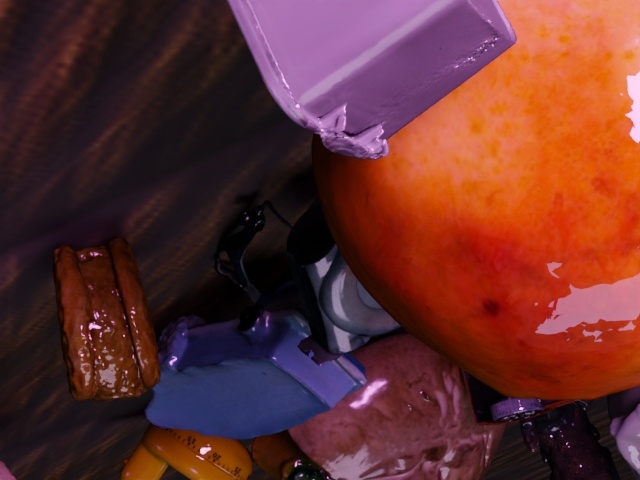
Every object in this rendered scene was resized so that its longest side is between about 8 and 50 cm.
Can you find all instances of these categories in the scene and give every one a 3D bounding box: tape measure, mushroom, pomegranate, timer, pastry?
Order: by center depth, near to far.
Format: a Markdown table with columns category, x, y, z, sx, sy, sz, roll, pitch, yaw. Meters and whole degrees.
| category | x | y | z | sx | sy | sz | roll | pitch | yaw |
| --- | --- | --- | --- | --- | --- | --- | --- | --- | --- |
| pomegranate | 0.094 | -0.035 | 0.620 | 0.209 | 0.209 | 0.209 | -11 | 163 | -4 |
| pastry | -0.127 | 0.047 | 0.895 | 0.057 | 0.097 | 0.109 | -9 | -177 | -9 |
| tape measure | -0.002 | -0.004 | 0.934 | 0.107 | 0.104 | 0.180 | -30 | -155 | -21 |
| mushroom | 0.099 | 0.139 | 1.345 | 0.151 | 0.156 | 0.285 | -51 | 149 | 18 |
| timer | -0.119 | 0.203 | 1.381 | 0.109 | 0.107 | 0.107 | -57 | 164 | -8 |

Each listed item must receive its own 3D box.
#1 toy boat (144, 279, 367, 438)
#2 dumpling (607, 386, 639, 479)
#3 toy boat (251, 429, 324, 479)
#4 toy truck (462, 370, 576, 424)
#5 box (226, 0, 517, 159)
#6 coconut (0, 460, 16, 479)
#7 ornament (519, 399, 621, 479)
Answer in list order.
| category | x | y | z | sx | sy | sz | roll | pitch | yaw |
| --- | --- | --- | --- | --- | --- | --- | --- | --- | --- |
| toy boat | -0.053 | 0.083 | 1.098 | 0.109 | 0.098 | 0.238 | 44 | 146 | -18 |
| dumpling | 0.396 | 0.174 | 1.548 | 0.211 | 0.270 | 0.320 | 8 | -170 | 6 |
| toy boat | -0.002 | 0.190 | 1.397 | 0.088 | 0.089 | 0.229 | 17 | -167 | 18 |
| toy truck | 0.232 | 0.069 | 1.208 | 0.252 | 0.107 | 0.114 | -24 | 161 | 36 |
| box | 0.009 | -0.096 | 0.510 | 0.069 | 0.122 | 0.084 | -32 | 159 | 19 |
| coconut | -0.352 | 0.277 | 1.255 | 0.239 | 0.239 | 0.244 | -19 | 156 | 21 |
| ornament | 0.248 | 0.204 | 1.504 | 0.080 | 0.202 | 0.236 | -26 | 159 | 3 |
